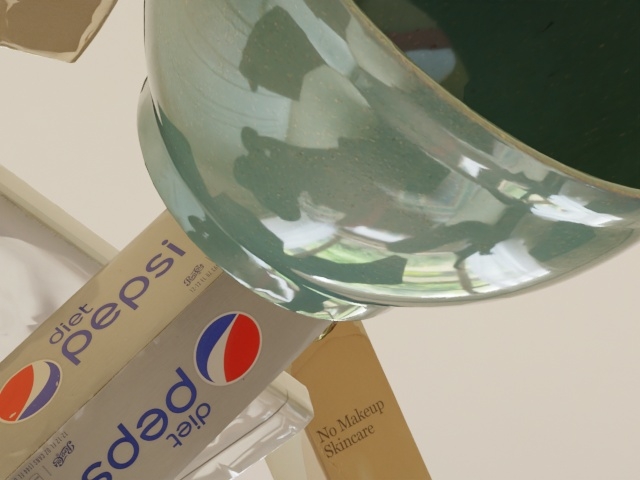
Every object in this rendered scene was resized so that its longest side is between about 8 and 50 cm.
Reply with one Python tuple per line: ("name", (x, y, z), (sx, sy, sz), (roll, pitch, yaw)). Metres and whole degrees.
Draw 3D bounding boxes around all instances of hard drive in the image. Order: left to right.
("hard drive", (-0.201, 0.101, 1.273), (0.233, 0.047, 0.353), (-36, -49, 17))

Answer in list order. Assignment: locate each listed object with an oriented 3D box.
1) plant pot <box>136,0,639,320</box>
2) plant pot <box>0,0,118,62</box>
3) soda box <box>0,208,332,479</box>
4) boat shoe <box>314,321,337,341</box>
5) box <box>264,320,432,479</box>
("plant pot", (0.034, -0.083, 0.835), (0.293, 0.293, 0.196), (30, -50, -17))
("plant pot", (-0.235, -0.216, 1.525), (0.109, 0.109, 0.096), (11, -62, -20))
("soda box", (-0.115, 0.084, 1.081), (0.098, 0.286, 0.091), (29, -22, 50))
("boat shoe", (0.000, 0.000, 1.892), (0.110, 0.104, 0.307), (8, -33, 13))
("box", (0.017, 0.240, 2.148), (0.121, 0.148, 0.311), (-20, -84, 55))
